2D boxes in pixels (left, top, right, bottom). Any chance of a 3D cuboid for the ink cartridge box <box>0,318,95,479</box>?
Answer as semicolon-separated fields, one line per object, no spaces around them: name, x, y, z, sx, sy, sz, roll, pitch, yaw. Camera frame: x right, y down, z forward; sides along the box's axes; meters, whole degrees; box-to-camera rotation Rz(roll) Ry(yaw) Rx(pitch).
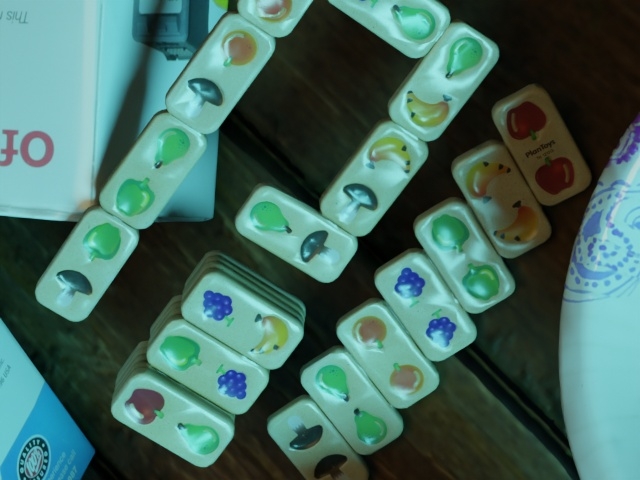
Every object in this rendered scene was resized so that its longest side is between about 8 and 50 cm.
ink cartridge box;-0.289;0.092;1.002;0.197;0.198;0.270;-4;131;31

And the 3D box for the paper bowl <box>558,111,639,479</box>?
paper bowl;0.246;0.040;0.770;0.284;0.148;0.284;-14;68;38

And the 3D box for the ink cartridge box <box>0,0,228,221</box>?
ink cartridge box;-0.167;-0.168;1.047;0.226;0.131;0.306;6;94;30

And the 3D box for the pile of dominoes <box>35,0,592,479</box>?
pile of dominoes;0.000;0.000;0.935;0.196;0.040;0.251;32;108;-13
